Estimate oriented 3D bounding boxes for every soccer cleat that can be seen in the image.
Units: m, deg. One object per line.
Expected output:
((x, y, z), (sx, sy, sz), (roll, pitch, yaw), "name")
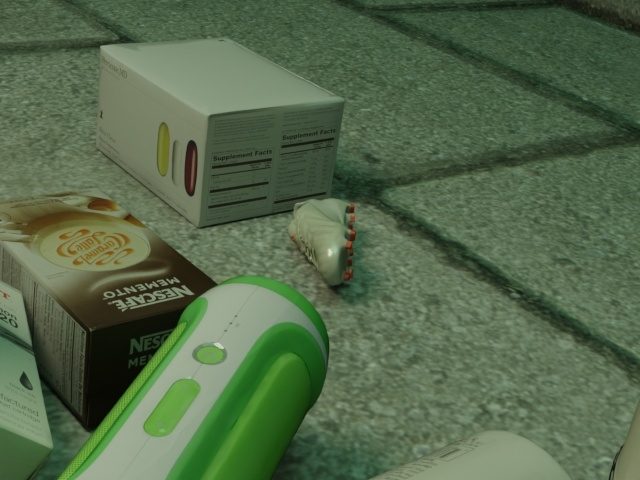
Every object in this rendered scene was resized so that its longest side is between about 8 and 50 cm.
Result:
((0.000, 0.000, 1.135), (0.076, 0.068, 0.196), (4, 19, 0), "soccer cleat")

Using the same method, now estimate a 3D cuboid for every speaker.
((-0.092, 0.146, 0.693), (0.131, 0.131, 0.296), (15, 35, 13), "speaker")

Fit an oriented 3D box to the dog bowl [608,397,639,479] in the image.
((0.352, 0.217, 0.613), (0.408, 0.150, 0.408), (20, 29, -11), "dog bowl")

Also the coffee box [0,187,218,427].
((-0.205, 0.049, 0.922), (0.141, 0.098, 0.246), (-13, 33, -39), "coffee box")

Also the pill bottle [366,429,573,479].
((0.052, 0.212, 0.635), (0.229, 0.131, 0.131), (-13, 33, -38), "pill bottle")

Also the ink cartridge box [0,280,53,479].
((-0.295, 0.088, 0.746), (0.158, 0.092, 0.218), (36, 9, -34), "ink cartridge box")

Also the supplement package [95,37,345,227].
((-0.135, -0.148, 1.296), (0.204, 0.145, 0.262), (-12, 32, -37), "supplement package")
